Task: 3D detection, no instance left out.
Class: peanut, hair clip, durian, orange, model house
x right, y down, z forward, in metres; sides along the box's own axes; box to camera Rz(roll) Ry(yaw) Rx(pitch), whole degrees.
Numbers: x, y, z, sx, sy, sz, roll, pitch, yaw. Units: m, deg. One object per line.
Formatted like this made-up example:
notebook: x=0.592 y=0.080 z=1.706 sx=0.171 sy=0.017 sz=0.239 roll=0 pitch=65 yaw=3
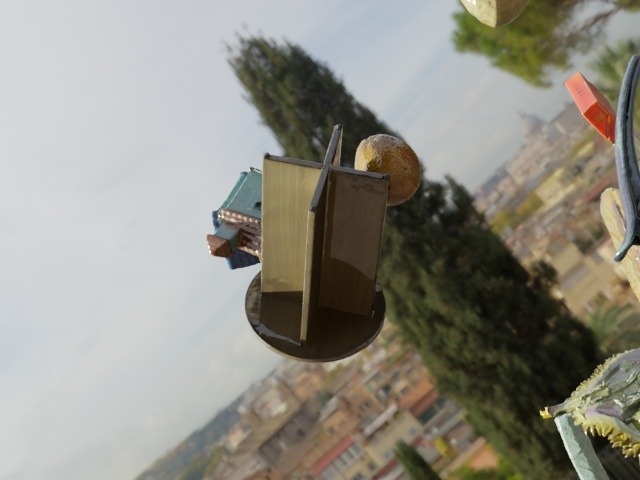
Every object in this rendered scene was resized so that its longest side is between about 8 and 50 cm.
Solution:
peanut: x=0.332 y=-0.494 z=1.980 sx=0.140 sy=0.159 sz=0.109 roll=-35 pitch=-4 yaw=-31
hair clip: x=0.388 y=-0.107 z=1.264 sx=0.083 sy=0.275 sz=0.048 roll=-4 pitch=-19 yaw=10
durian: x=0.323 y=0.173 z=1.012 sx=0.208 sy=0.102 sz=0.146 roll=-6 pitch=33 yaw=6
orange: x=0.076 y=-0.081 z=1.166 sx=0.085 sy=0.085 sz=0.085 roll=-41 pitch=-4 yaw=-3
model house: x=-0.087 y=-0.006 z=1.394 sx=0.149 sy=0.148 sz=0.119 roll=-50 pitch=-34 yaw=-34

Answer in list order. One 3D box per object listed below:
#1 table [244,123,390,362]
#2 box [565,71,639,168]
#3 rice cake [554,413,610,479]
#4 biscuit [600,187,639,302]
table: x=0.000 y=0.000 z=1.125 sx=0.167 sy=0.167 sz=0.227 roll=-39 pitch=-30 yaw=-34
box: x=0.488 y=-0.156 z=1.620 sx=0.035 sy=0.245 sz=0.139 roll=-44 pitch=21 yaw=21
rice cake: x=0.430 y=0.379 z=1.584 sx=0.045 sy=0.245 sz=0.042 roll=-25 pitch=-4 yaw=-2
biscuit: x=0.535 y=0.023 z=1.761 sx=0.029 sy=0.247 sz=0.118 roll=-18 pitch=-19 yaw=2
